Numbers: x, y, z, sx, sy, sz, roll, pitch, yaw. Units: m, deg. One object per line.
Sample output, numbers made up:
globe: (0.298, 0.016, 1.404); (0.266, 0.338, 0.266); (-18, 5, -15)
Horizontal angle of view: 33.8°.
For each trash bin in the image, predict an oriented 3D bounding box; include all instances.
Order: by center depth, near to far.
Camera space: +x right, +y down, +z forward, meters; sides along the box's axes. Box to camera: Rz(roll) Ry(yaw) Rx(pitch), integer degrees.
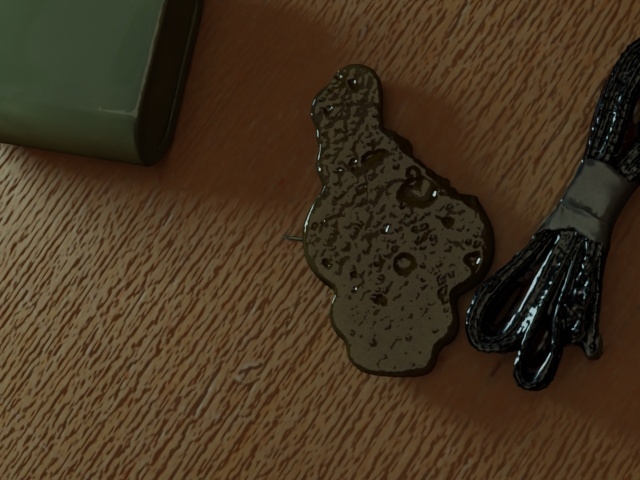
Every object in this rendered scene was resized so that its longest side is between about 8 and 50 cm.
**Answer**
trash bin: (-0.272, -0.209, 1.138); (0.247, 0.121, 0.243); (12, 85, 14)

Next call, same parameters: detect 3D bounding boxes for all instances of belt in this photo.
belt: (0.253, -0.030, 0.979); (0.126, 0.094, 0.359); (25, 89, 18)

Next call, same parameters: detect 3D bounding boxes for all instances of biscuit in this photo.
biscuit: (0.066, -0.024, 1.053); (0.183, 0.047, 0.320); (-24, 77, 6)

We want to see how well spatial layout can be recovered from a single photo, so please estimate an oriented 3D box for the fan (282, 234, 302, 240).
fan: (0.006, 0.007, 1.088); (0.080, 0.003, 0.060); (-23, 76, 11)
